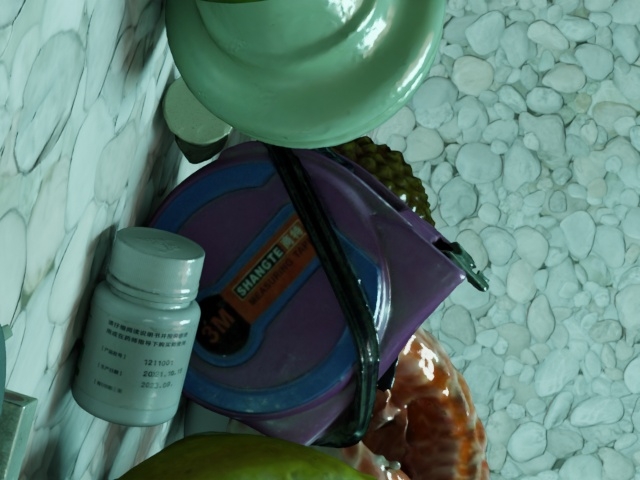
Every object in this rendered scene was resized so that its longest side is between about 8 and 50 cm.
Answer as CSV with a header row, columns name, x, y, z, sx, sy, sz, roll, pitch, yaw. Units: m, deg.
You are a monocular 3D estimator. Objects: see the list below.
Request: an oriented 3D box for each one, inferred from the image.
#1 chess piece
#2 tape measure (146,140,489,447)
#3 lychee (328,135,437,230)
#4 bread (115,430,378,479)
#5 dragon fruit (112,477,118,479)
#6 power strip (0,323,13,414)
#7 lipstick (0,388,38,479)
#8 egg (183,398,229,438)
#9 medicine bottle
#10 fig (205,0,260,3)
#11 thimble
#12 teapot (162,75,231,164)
name,x,y,z,sx,sy,sz,roll,pitch,yaw
chess piece,-0.031,-0.186,0.866,0.299,0.194,0.195,53,53,-72
tape measure,-0.023,0.040,1.145,0.231,0.245,0.149,-48,176,12
lychee,0.000,0.000,1.432,0.271,0.236,0.236,28,78,-61
bread,-0.111,0.316,1.014,0.395,0.264,0.239,-29,154,-24
dragon fruit,-0.133,0.378,1.255,0.204,0.221,0.283,83,21,-62
power strip,-0.193,0.085,0.671,0.216,0.044,0.137,-46,152,-77
lipstick,-0.202,0.153,0.849,0.030,0.030,0.129,-27,133,-83
egg,-0.063,0.194,1.577,0.176,0.176,0.232,15,98,-84
medicine bottle,-0.130,0.062,1.032,0.080,0.080,0.130,-53,158,-74
fig,-0.003,-0.226,0.635,0.275,0.206,0.206,-37,147,-49
thimble,0.037,0.182,1.305,0.162,0.239,0.239,-26,-155,32
teapot,-0.091,-0.096,1.102,0.083,0.057,0.067,113,-1,-75
